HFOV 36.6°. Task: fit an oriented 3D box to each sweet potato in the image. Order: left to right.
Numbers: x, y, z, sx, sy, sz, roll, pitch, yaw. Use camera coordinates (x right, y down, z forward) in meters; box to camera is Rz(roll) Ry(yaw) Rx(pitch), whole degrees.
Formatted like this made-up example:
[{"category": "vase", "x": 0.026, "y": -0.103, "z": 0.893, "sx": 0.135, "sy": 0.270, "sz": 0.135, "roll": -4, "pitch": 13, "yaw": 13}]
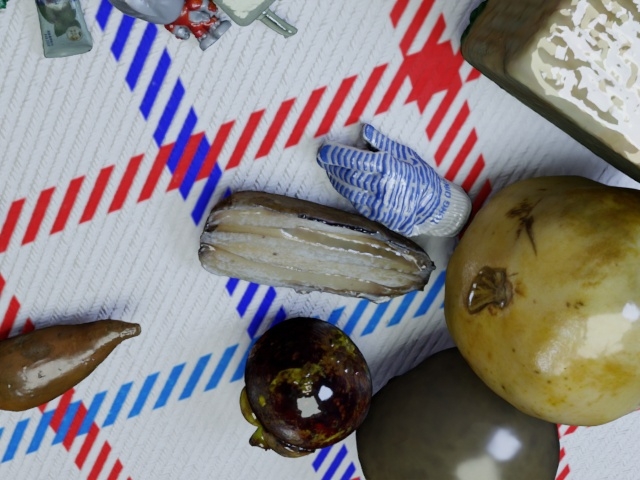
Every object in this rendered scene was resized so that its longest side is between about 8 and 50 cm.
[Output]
[{"category": "sweet potato", "x": -0.409, "y": 0.182, "z": 1.332, "sx": 0.359, "sy": 0.112, "sz": 0.112, "roll": -20, "pitch": 121, "yaw": 6}]

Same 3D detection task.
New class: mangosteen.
[{"category": "mangosteen", "x": -0.035, "y": 0.216, "z": 1.363, "sx": 0.192, "sy": 0.192, "sz": 0.217, "roll": 34, "pitch": 118, "yaw": -25}]

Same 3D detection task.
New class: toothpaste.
[{"category": "toothpaste", "x": -0.308, "y": -0.316, "z": 1.091, "sx": 0.060, "sy": 0.038, "sz": 0.233, "roll": -7, "pitch": 124, "yaw": -2}]

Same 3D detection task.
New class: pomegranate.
[{"category": "pomegranate", "x": 0.330, "y": 0.073, "z": 1.259, "sx": 0.332, "sy": 0.332, "sz": 0.332, "roll": -4, "pitch": 121, "yaw": -6}]

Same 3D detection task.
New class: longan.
[{"category": "longan", "x": 0.198, "y": 0.297, "z": 1.398, "sx": 0.297, "sy": 0.297, "sz": 0.297, "roll": -4, "pitch": 121, "yaw": -6}]

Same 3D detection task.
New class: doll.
[{"category": "doll", "x": -0.184, "y": -0.277, "z": 1.115, "sx": 0.180, "sy": 0.079, "sz": 0.094, "roll": 28, "pitch": 138, "yaw": -36}]

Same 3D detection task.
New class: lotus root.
[{"category": "lotus root", "x": 0.001, "y": 0.000, "z": 1.308, "sx": 0.329, "sy": 0.078, "sz": 0.167, "roll": 13, "pitch": 141, "yaw": -18}]

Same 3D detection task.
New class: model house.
[{"category": "model house", "x": 0.411, "y": -0.248, "z": 1.097, "sx": 0.382, "sy": 0.334, "sz": 0.342, "roll": 30, "pitch": 102, "yaw": -18}]

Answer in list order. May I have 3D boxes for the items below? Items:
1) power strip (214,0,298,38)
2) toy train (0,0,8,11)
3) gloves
[{"category": "power strip", "x": -0.119, "y": -0.338, "z": 1.097, "sx": 0.093, "sy": 0.053, "sz": 0.288, "roll": -40, "pitch": 117, "yaw": 15}, {"category": "toy train", "x": -0.462, "y": -0.273, "z": 1.054, "sx": 0.269, "sy": 0.115, "sz": 0.154, "roll": -33, "pitch": 128, "yaw": 11}, {"category": "gloves", "x": 0.098, "y": -0.074, "z": 1.271, "sx": 0.229, "sy": 0.097, "sz": 0.119, "roll": 21, "pitch": 86, "yaw": -14}]
